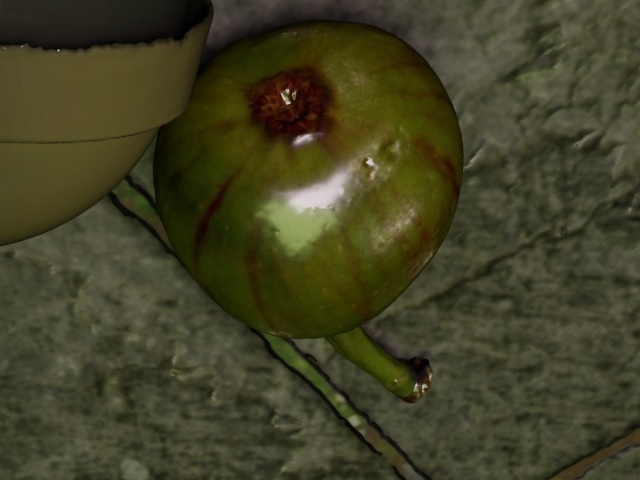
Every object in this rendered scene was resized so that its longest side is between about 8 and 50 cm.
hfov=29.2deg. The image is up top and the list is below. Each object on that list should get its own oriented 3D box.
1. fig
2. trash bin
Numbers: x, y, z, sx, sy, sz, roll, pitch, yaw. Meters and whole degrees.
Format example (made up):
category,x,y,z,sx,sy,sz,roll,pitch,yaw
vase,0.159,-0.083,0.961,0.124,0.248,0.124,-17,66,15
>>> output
category,x,y,z,sx,sy,sz,roll,pitch,yaw
fig,0.000,0.000,0.651,0.151,0.151,0.259,-10,148,2
trash bin,-0.139,-0.155,0.477,0.214,0.214,0.334,7,115,-8
